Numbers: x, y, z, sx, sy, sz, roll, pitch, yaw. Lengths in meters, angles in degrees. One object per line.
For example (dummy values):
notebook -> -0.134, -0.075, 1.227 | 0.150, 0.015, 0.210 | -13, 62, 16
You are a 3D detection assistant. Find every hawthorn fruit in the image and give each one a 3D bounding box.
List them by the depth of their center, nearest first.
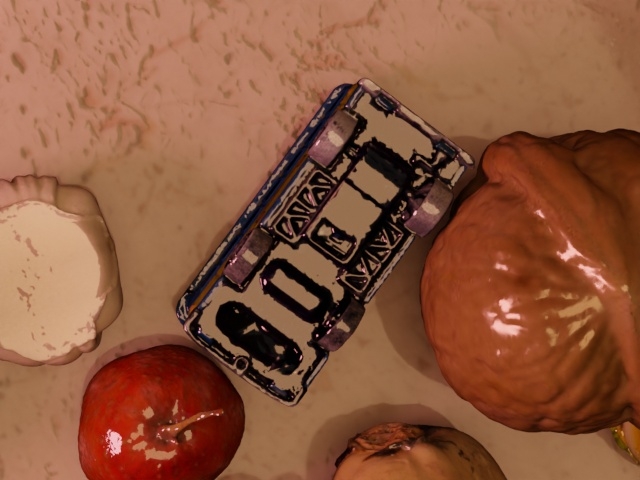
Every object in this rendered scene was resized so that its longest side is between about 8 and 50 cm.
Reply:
hawthorn fruit -> -0.146, 0.173, 1.816 | 0.162, 0.203, 0.163 | 0, 89, -4

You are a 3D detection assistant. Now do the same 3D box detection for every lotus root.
lotus root -> 0.118, 0.316, 1.872 | 0.182, 0.183, 0.310 | -25, 103, -5

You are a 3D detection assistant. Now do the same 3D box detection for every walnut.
walnut -> 0.239, 0.037, 1.791 | 0.332, 0.333, 0.333 | 0, 92, -7

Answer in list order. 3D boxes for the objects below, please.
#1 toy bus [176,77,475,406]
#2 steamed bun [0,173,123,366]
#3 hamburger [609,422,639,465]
toy bus -> 0.000, 0.000, 1.840 | 0.138, 0.175, 0.288 | 37, 88, -7
steamed bun -> -0.270, 0.029, 1.847 | 0.182, 0.106, 0.183 | 0, 94, -3
hamburger -> 0.346, 0.169, 1.933 | 0.126, 0.081, 0.141 | -42, 97, -3
